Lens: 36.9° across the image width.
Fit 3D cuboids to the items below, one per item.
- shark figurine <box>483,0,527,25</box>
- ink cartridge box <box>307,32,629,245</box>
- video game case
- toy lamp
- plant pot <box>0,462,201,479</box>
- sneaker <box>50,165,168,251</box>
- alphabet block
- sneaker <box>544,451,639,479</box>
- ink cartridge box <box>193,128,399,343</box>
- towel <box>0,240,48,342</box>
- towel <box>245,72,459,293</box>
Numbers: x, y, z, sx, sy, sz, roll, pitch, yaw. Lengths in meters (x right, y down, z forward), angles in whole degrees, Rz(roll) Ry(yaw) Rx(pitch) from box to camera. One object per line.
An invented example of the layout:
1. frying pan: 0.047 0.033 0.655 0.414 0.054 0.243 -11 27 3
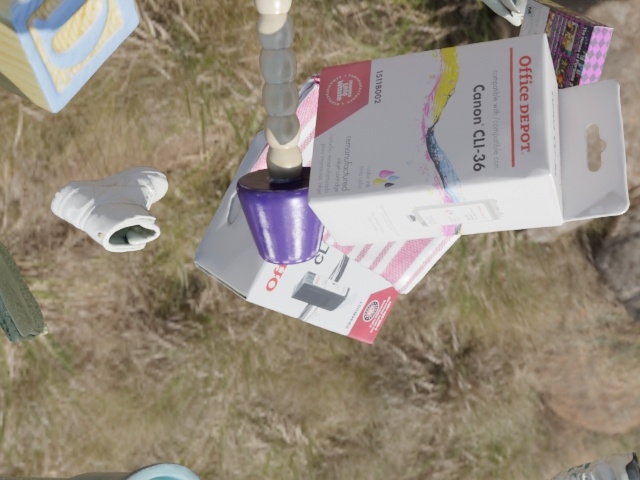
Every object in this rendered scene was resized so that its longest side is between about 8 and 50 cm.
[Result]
1. shark figurine: 0.306 -0.453 1.625 0.116 0.166 0.278 -59 167 10
2. ink cartridge box: 0.098 -0.068 0.641 0.198 0.115 0.067 -6 151 19
3. video game case: 0.380 -0.263 1.576 0.042 0.210 0.232 -1 115 -19
4. toy lamp: -0.032 -0.116 0.731 0.080 0.080 0.274 -6 108 -9
5. plant pot: -0.314 0.371 0.932 0.334 0.341 0.341 1 142 22
6. sneaker: -0.362 -0.053 1.867 0.292 0.169 0.108 -24 145 -56
7. alphabet block: -0.374 -0.311 1.195 0.197 0.192 0.193 27 153 16
8. sneaker: 0.247 0.234 0.883 0.075 0.057 0.161 -10 160 -2
9. ink cartridge box: 0.000 0.000 1.228 0.273 0.114 0.197 25 94 -49
10. towel: -0.406 0.063 1.243 0.027 0.148 0.110 -29 180 4
11. towel: 0.039 -0.046 0.874 0.197 0.029 0.144 33 122 -6
